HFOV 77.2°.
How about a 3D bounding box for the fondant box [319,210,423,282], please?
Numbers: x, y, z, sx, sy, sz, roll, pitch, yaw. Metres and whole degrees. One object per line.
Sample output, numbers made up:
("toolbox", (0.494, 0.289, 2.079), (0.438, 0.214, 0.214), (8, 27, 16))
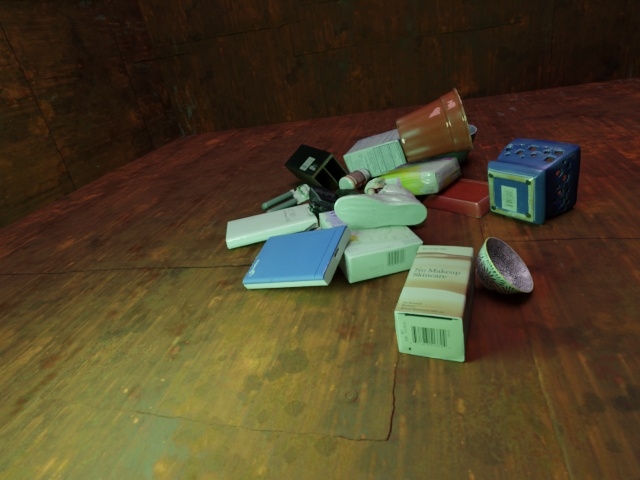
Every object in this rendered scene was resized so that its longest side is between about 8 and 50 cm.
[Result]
("fondant box", (0.153, -0.008, 1.328), (0.239, 0.096, 0.330), (-12, 29, -12))

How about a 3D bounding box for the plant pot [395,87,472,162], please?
("plant pot", (0.477, -0.469, 1.717), (0.265, 0.272, 0.272), (-17, 25, 17))

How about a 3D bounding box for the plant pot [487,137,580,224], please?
("plant pot", (0.717, -0.197, 1.385), (0.212, 0.235, 0.236), (-32, 34, -22))

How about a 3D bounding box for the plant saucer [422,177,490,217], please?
("plant saucer", (0.581, -0.184, 1.596), (0.259, 0.047, 0.259), (-30, 33, -32))

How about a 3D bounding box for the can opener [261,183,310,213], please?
("can opener", (-0.149, -0.182, 1.855), (0.280, 0.074, 0.093), (-30, -1, -36))

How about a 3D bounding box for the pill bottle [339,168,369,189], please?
("pill bottle", (0.164, -0.282, 1.892), (0.086, 0.086, 0.152), (14, 37, 39))

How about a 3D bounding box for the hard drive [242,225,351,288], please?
("hard drive", (-0.077, 0.055, 1.250), (0.319, 0.040, 0.210), (-7, 42, 36))

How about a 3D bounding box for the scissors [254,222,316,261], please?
("scissors", (-0.109, 0.020, 1.452), (0.297, 0.021, 0.109), (-31, 28, -21))

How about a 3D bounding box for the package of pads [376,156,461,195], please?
("package of pads", (0.409, -0.267, 1.706), (0.297, 0.101, 0.229), (0, 25, 45))

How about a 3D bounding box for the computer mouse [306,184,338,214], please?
("computer mouse", (0.012, -0.153, 1.696), (0.189, 0.072, 0.272), (12, 25, -19))

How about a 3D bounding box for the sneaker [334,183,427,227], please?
("sneaker", (0.186, -0.120, 1.333), (0.293, 0.108, 0.169), (4, 27, -5))

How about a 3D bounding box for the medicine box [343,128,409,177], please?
("medicine box", (0.301, -0.435, 2.011), (0.290, 0.149, 0.263), (-10, 25, 28))

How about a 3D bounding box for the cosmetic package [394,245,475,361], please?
("cosmetic package", (0.293, 0.139, 0.991), (0.153, 0.129, 0.296), (1, 29, 24))

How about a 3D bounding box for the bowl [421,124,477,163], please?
("bowl", (0.607, -0.458, 1.984), (0.312, 0.163, 0.311), (-8, 27, 4))

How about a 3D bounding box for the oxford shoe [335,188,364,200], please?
("oxford shoe", (0.162, -0.181, 1.709), (0.096, 0.082, 0.227), (-14, 29, -27))

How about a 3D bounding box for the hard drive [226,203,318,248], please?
("hard drive", (-0.202, -0.064, 1.636), (0.354, 0.047, 0.233), (-13, 22, -6))

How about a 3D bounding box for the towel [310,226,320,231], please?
("towel", (0.000, 0.000, 1.475), (0.144, 0.029, 0.197), (-27, 31, -30))

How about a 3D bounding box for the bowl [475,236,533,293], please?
("bowl", (0.469, 0.081, 1.062), (0.080, 0.170, 0.170), (-47, 1, 40))

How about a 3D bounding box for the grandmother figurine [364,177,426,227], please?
("grandmother figurine", (0.267, -0.160, 1.572), (0.208, 0.104, 0.342), (23, 15, -28))

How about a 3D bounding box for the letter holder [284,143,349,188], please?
("letter holder", (-0.008, -0.343, 2.035), (0.152, 0.214, 0.302), (-50, 37, -4))
